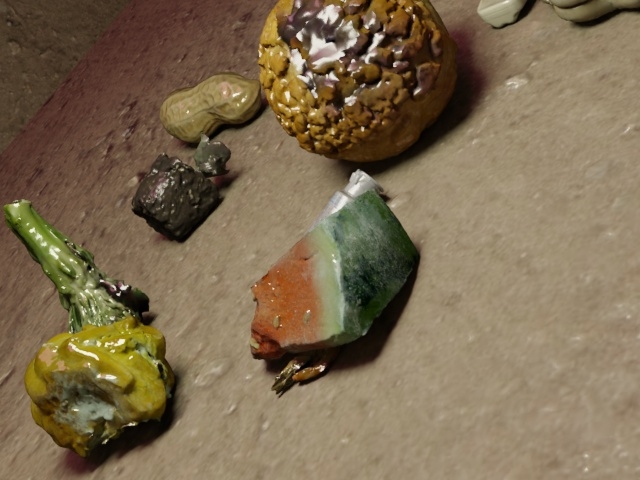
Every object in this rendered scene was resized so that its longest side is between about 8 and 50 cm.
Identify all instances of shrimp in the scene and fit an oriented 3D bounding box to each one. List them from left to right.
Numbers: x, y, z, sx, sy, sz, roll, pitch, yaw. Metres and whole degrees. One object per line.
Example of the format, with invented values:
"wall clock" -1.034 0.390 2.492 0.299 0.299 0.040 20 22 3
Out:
"shrimp" -0.017 0.160 1.251 0.108 0.023 0.059 -45 34 -7

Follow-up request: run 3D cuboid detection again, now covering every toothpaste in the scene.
"toothpaste" 0.000 0.000 1.441 0.234 0.057 0.089 -50 25 -2

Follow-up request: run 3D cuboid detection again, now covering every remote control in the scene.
"remote control" 0.336 -0.448 1.666 0.090 0.049 0.230 -13 38 44

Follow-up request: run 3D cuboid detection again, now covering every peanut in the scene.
"peanut" -0.237 -0.284 2.102 0.298 0.120 0.136 -13 62 42

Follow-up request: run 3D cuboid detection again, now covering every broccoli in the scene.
"broccoli" -0.425 0.059 1.642 0.145 0.304 0.165 -37 2 -35

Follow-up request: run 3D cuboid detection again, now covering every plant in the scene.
"plant" -0.255 -0.107 1.843 0.142 0.131 0.203 -4 43 55

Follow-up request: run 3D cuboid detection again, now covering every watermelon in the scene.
"watermelon" -0.019 0.066 1.289 0.256 0.140 0.193 -32 7 40

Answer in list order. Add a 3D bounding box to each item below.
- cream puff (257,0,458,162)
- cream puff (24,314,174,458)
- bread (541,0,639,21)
"cream puff" 0.049 -0.294 1.518 0.327 0.231 0.343 6 84 32
"cream puff" -0.320 0.196 1.438 0.221 0.195 0.195 -25 30 20
"bread" 0.434 -0.402 1.418 0.337 0.102 0.183 -6 47 46
